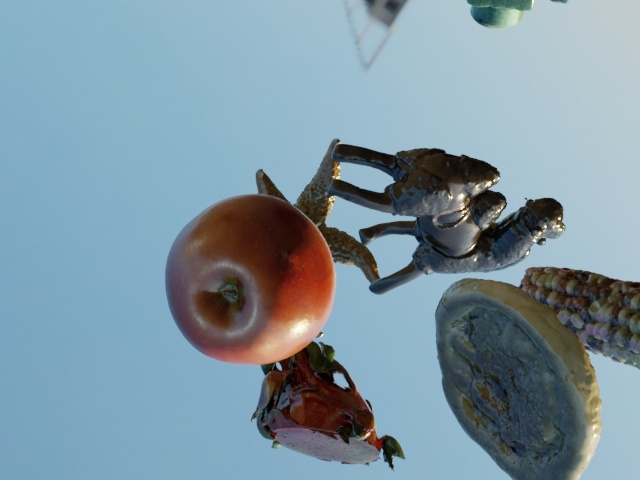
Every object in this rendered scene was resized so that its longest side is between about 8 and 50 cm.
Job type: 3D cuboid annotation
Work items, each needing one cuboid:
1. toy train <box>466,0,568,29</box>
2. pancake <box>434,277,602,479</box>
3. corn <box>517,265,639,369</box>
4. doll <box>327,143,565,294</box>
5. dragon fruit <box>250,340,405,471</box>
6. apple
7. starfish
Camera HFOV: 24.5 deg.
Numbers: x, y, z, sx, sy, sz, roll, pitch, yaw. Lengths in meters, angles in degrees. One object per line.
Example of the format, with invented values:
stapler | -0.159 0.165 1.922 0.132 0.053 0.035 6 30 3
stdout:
toy train | 0.227 -0.465 1.663 0.179 0.442 0.272 7 -135 4
pancake | 0.122 0.094 0.930 0.025 0.151 0.151 -28 -122 -31
corn | 0.310 0.086 1.422 0.280 0.092 0.092 14 -177 43
doll | 0.099 -0.019 1.107 0.139 0.165 0.057 71 -164 -45
dragon fruit | -0.003 0.174 1.542 0.142 0.138 0.175 -5 -109 -38
apple | -0.067 0.039 1.378 0.163 0.163 0.139 36 -152 6
starfish | 0.002 -0.001 1.964 0.050 0.138 0.247 -43 -65 -76
